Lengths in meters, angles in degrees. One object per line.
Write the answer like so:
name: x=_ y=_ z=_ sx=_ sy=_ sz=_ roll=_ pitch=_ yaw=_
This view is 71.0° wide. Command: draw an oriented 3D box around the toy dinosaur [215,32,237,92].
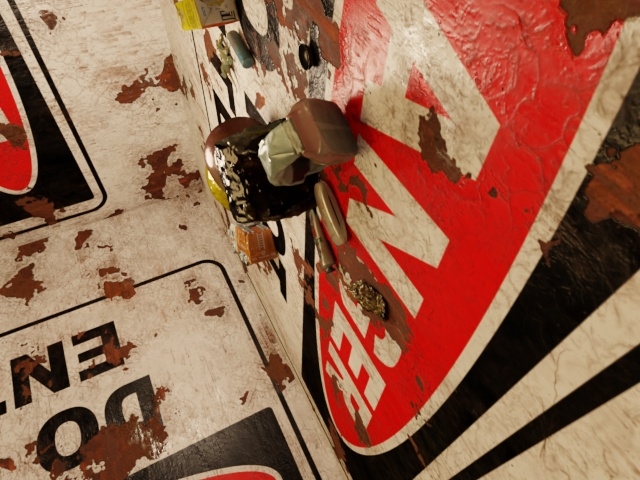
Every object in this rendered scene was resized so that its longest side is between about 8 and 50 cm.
toy dinosaur: x=-0.401 y=-0.742 z=1.889 sx=0.142 sy=0.057 sz=0.212 roll=-113 pitch=16 yaw=-46

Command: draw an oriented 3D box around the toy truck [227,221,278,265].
toy truck: x=-0.378 y=-0.009 z=2.445 sx=0.387 sy=0.173 sz=0.207 roll=26 pitch=128 yaw=60

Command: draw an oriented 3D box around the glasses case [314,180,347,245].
glasses case: x=0.030 y=-0.083 z=1.371 sx=0.204 sy=0.051 sz=0.081 roll=69 pitch=161 yaw=2

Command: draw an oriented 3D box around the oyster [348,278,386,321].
oyster: x=0.140 y=0.177 z=1.350 sx=0.177 sy=0.056 sz=0.106 roll=48 pitch=161 yaw=37

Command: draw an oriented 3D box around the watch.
watch: x=-0.048 y=-0.227 z=1.123 sx=0.241 sy=0.253 sz=0.162 roll=-24 pitch=85 yaw=34

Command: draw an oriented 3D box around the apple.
apple: x=-0.283 y=-0.300 z=1.662 sx=0.235 sy=0.305 sz=0.306 roll=39 pitch=146 yaw=57

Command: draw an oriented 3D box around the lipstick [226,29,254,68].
lipstick: x=-0.293 y=-0.697 z=1.635 sx=0.158 sy=0.048 sz=0.048 roll=62 pitch=160 yaw=22

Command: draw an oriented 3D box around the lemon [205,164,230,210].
lemon: x=-0.350 y=-0.263 z=1.919 sx=0.285 sy=0.285 sz=0.317 roll=150 pitch=123 yaw=-72

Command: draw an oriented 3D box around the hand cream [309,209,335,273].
hand cream: x=0.000 y=0.000 z=1.573 sx=0.080 sy=0.050 sz=0.234 roll=119 pitch=134 yaw=-72

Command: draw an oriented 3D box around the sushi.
sushi: x=-0.181 y=-0.216 z=1.446 sx=0.281 sy=0.299 sz=0.295 roll=19 pitch=127 yaw=47

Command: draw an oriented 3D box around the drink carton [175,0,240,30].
drink carton: x=-0.432 y=-0.860 z=1.684 sx=0.351 sy=0.154 sz=0.111 roll=41 pitch=147 yaw=55

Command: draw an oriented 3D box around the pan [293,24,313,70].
pan: x=-0.043 y=-0.503 z=1.168 sx=0.068 sy=0.023 sz=0.115 roll=26 pitch=137 yaw=66
